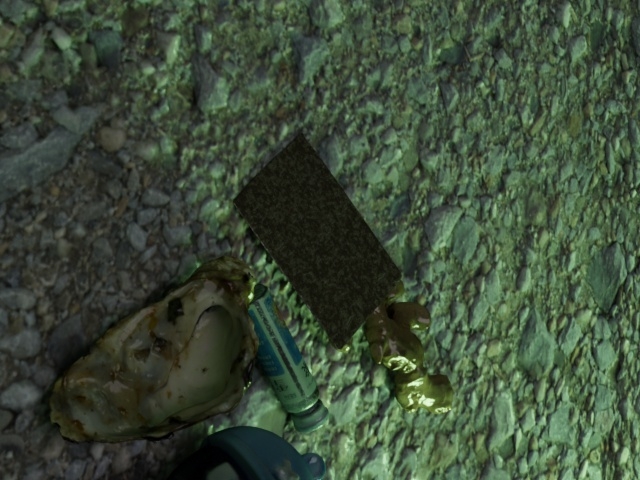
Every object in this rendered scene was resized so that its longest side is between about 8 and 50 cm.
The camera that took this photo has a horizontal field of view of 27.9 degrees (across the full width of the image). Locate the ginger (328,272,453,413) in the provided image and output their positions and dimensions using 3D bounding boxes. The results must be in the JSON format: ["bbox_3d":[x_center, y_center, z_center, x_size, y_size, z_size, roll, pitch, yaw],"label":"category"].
[{"bbox_3d":[0.109,0.133,1.705,0.259,0.065,0.149,40,57,-35],"label":"ginger"}]

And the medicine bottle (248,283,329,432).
[{"bbox_3d":[-0.047,0.143,1.544,0.051,0.051,0.191,-44,119,-39],"label":"medicine bottle"}]

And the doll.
[{"bbox_3d":[-0.111,0.309,1.400,0.314,0.141,0.177,-26,88,-39],"label":"doll"}]

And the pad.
[{"bbox_3d":[0.000,0.000,1.605,0.235,0.003,0.158,54,51,-14],"label":"pad"}]

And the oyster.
[{"bbox_3d":[-0.177,0.131,1.396,0.294,0.094,0.166,-21,84,-36],"label":"oyster"}]
